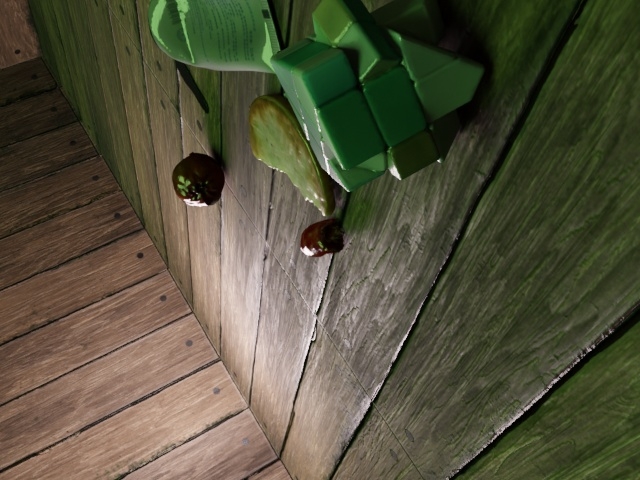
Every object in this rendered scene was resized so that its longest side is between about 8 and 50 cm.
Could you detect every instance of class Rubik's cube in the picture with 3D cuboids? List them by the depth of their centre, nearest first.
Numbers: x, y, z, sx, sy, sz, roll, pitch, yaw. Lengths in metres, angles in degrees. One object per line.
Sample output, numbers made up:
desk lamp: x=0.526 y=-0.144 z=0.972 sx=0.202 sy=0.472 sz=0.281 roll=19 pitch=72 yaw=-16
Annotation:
Rubik's cube: x=0.071 y=-0.206 z=0.930 sx=0.265 sy=0.213 sz=0.224 roll=62 pitch=176 yaw=-26

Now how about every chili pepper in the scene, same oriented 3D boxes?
chili pepper: x=0.000 y=0.000 z=1.496 sx=0.073 sy=0.070 sz=0.123 roll=49 pitch=158 yaw=-7

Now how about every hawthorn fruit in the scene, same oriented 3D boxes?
hawthorn fruit: x=-0.337 y=-0.175 z=1.990 sx=0.172 sy=0.148 sz=0.148 roll=-113 pitch=10 yaw=-56

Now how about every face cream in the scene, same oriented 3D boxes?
face cream: x=-0.222 y=-0.448 z=1.465 sx=0.420 sy=0.137 sz=0.235 roll=18 pitch=130 yaw=51

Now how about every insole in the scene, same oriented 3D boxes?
insole: x=-0.338 y=-0.410 z=1.900 sx=0.188 sy=0.004 sz=0.064 roll=58 pitch=158 yaw=15

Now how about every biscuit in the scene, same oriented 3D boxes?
biscuit: x=-0.063 y=-0.193 z=1.459 sx=0.309 sy=0.040 sz=0.204 roll=42 pitch=150 yaw=43
